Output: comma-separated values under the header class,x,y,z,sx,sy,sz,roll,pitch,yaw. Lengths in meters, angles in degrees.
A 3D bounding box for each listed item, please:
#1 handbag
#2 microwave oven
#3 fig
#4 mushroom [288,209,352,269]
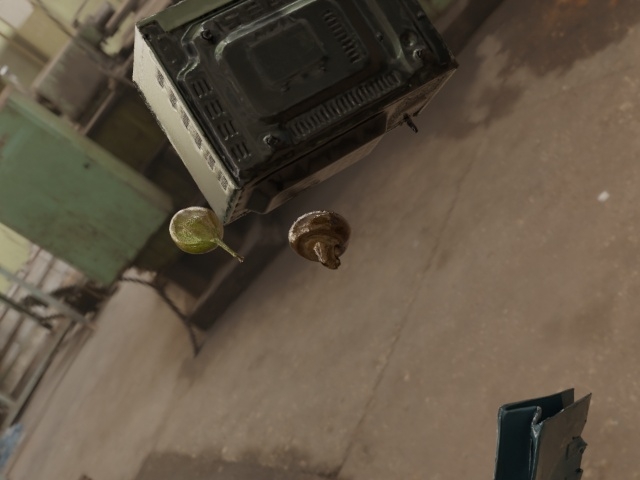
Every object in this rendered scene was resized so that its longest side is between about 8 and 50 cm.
class,x,y,z,sx,sy,sz,roll,pitch,yaw
handbag,0.249,0.284,1.051,0.057,0.144,0.221,13,104,43
microwave oven,-0.036,-0.229,1.265,0.355,0.286,0.218,-30,-6,-17
fig,-0.188,-0.015,1.656,0.166,0.093,0.093,7,59,30
mushroom,0.003,-0.006,1.646,0.085,0.109,0.126,-55,-1,-37
